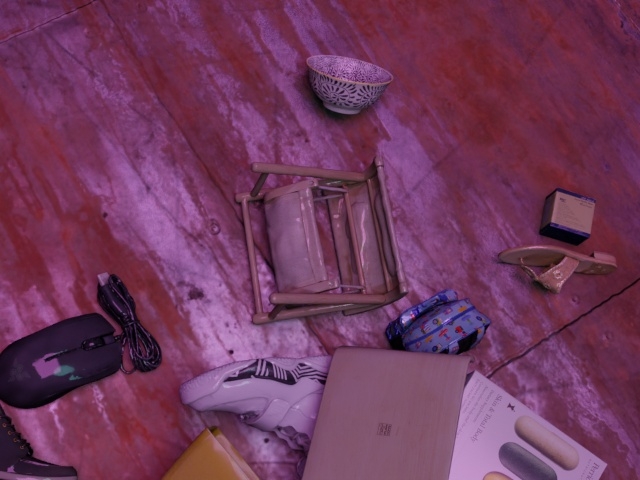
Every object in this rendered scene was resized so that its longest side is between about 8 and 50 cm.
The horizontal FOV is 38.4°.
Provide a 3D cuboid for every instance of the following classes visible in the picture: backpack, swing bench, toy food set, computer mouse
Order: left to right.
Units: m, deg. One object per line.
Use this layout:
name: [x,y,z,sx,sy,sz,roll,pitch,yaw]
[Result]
computer mouse: [-0.420,0.181,1.533,0.272,0.072,0.188,-27,80,-18]
swing bench: [0.000,0.000,1.629,0.255,0.165,0.253,-3,73,-18]
toy food set: [0.107,0.307,1.417,0.220,0.092,0.306,3,59,21]
backpack: [0.210,0.156,1.611,0.158,0.173,0.116,-26,79,-17]

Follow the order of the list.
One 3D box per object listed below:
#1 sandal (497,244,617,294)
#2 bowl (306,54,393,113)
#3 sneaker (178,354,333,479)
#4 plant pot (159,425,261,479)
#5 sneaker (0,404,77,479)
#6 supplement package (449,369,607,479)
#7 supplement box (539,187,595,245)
sandal: [0.456,0.063,1.735,0.240,0.088,0.079,4,66,-15]
bowl: [0.048,-0.292,1.757,0.170,0.080,0.170,10,26,-5]
sneaker: [-0.047,0.302,1.508,0.366,0.137,0.210,1,72,-28]
plant pot: [-0.175,0.435,1.441,0.187,0.212,0.212,-40,84,-9]
sneaker: [-0.491,0.324,1.468,0.222,0.083,0.118,12,70,-6]
supplement package: [0.288,0.385,1.540,0.263,0.198,0.199,35,70,2]
supplement box: [0.482,-0.046,1.791,0.083,0.056,0.083,17,71,-6]
